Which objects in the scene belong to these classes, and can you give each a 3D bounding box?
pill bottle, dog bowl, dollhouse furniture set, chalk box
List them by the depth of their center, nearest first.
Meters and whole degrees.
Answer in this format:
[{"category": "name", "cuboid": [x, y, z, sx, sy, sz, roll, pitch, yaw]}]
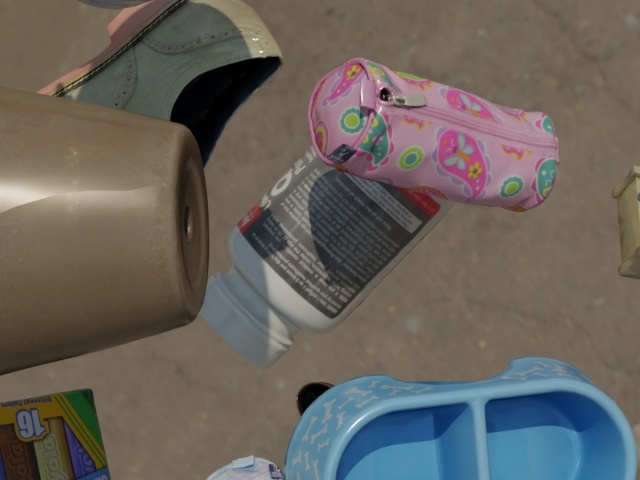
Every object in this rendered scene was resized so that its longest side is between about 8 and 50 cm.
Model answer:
[{"category": "dog bowl", "cuboid": [0.122, 0.187, 1.325, 0.297, 0.166, 0.074, -5, 1, -14]}, {"category": "chalk box", "cuboid": [-0.330, 0.325, 1.737, 0.180, 0.179, 0.289, -26, 73, 47]}, {"category": "pill bottle", "cuboid": [0.000, 0.000, 1.963, 0.318, 0.176, 0.176, -46, 42, 6]}, {"category": "dollhouse furniture set", "cuboid": [0.463, -0.043, 2.009, 0.129, 0.184, 0.129, 11, 57, -14]}]

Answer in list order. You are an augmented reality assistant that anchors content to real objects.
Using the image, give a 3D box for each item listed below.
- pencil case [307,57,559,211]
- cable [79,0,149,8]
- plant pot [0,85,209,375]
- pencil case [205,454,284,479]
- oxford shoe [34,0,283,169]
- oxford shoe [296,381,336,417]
[{"category": "pencil case", "cuboid": [0.124, -0.110, 1.735, 0.124, 0.284, 0.124, -24, 59, 49]}, {"category": "cable", "cuboid": [-0.146, -0.297, 1.159, 0.089, 0.257, 0.257, -8, 86, 32]}, {"category": "plant pot", "cuboid": [-0.206, -0.012, 1.205, 0.229, 0.263, 0.263, -3, 50, 6]}, {"category": "pencil case", "cuboid": [-0.060, 0.397, 2.003, 0.113, 0.273, 0.124, -21, 28, -2]}, {"category": "oxford shoe", "cuboid": [-0.203, -0.086, 1.574, 0.397, 0.140, 0.146, -48, 59, 7]}, {"category": "oxford shoe", "cuboid": [0.032, 0.208, 1.667, 0.083, 0.096, 0.227, -63, 28, 2]}]
